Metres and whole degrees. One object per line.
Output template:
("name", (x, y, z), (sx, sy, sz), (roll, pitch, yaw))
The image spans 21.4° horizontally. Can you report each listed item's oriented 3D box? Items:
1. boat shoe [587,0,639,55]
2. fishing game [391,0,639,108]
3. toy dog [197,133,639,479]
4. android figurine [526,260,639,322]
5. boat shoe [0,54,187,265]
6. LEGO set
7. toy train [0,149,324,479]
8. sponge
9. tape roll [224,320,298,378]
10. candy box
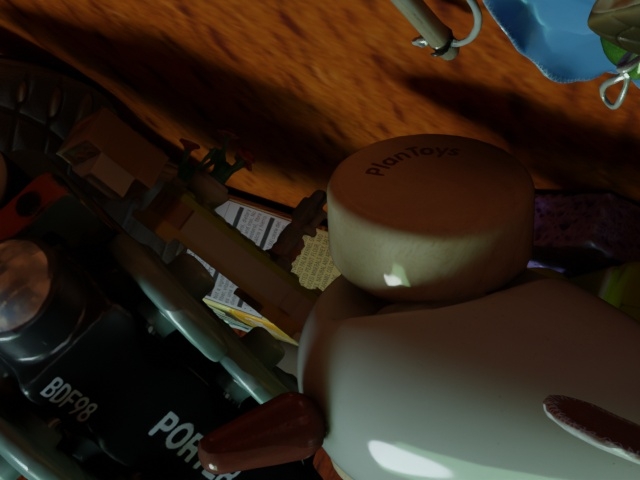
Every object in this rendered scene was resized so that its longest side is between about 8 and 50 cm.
("boat shoe", (0.098, -0.058, 0.291), (0.050, 0.045, 0.135), (17, 172, -33))
("fishing game", (0.114, -0.042, 0.429), (0.264, 0.041, 0.189), (17, 171, 29))
("toy dog", (0.086, 0.087, 0.612), (0.334, 0.161, 0.220), (7, 122, 52))
("android figurine", (0.191, 0.066, 0.777), (0.248, 0.056, 0.273), (21, 175, -6))
("boat shoe", (-0.190, -0.033, 1.053), (0.130, 0.132, 0.355), (21, 171, 18))
("LEGO set", (0.000, 0.000, 0.941), (0.287, 0.107, 0.132), (37, 177, 9))
("toy train", (-0.106, 0.065, 0.902), (0.190, 0.142, 0.334), (44, 178, 34))
("sponge", (0.187, 0.026, 0.831), (0.210, 0.031, 0.117), (23, 172, -21))
("tape roll", (-0.088, 0.090, 1.413), (0.219, 0.219, 0.072), (19, 138, 13))
("candy box", (-0.017, 0.034, 1.289), (0.316, 0.087, 0.183), (18, 174, 15))
